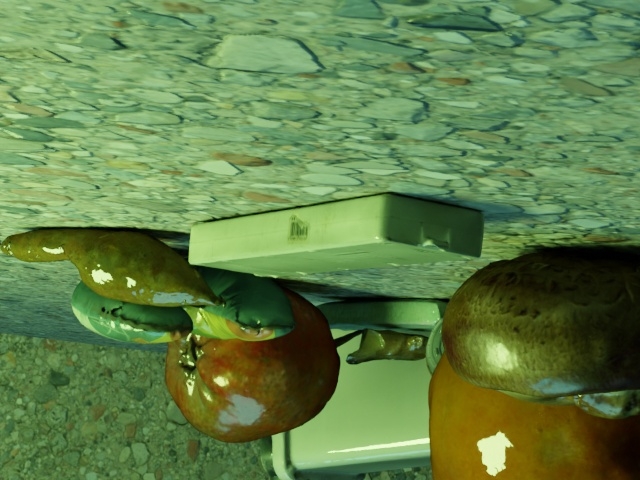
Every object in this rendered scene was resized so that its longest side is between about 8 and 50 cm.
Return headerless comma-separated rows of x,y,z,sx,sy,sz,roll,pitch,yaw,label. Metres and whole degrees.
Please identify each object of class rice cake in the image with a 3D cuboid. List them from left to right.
0.094,0.098,2.144,0.222,0.042,0.080,-3,173,44,rice cake

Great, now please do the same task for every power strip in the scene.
0.000,0.000,1.477,0.106,0.043,0.367,11,170,-32,power strip

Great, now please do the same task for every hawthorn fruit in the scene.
-0.061,0.148,2.075,0.262,0.210,0.210,0,177,-35,hawthorn fruit

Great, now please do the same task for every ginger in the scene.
0.091,0.134,2.111,0.137,0.057,0.044,0,-142,-25,ginger

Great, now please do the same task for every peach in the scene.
0.284,0.211,1.803,0.343,0.343,0.301,8,-171,-20,peach

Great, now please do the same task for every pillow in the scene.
-0.152,0.069,1.795,0.233,0.086,0.214,2,-170,-26,pillow

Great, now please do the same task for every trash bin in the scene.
0.109,0.245,2.381,0.368,0.296,0.256,-6,167,30,trash bin

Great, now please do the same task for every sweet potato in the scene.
-0.222,0.020,1.703,0.269,0.075,0.075,14,176,24,sweet potato

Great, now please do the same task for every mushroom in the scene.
0.233,0.088,1.542,0.253,0.153,0.253,3,172,0,mushroom

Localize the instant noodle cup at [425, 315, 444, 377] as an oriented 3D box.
0.206,0.150,2.010,0.208,0.177,0.125,3,146,36,instant noodle cup
